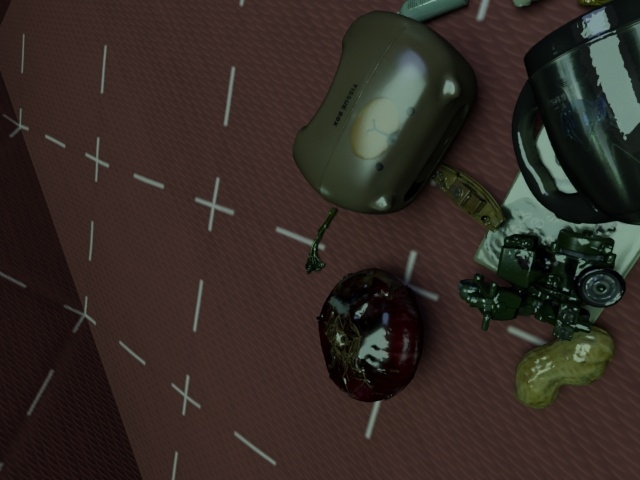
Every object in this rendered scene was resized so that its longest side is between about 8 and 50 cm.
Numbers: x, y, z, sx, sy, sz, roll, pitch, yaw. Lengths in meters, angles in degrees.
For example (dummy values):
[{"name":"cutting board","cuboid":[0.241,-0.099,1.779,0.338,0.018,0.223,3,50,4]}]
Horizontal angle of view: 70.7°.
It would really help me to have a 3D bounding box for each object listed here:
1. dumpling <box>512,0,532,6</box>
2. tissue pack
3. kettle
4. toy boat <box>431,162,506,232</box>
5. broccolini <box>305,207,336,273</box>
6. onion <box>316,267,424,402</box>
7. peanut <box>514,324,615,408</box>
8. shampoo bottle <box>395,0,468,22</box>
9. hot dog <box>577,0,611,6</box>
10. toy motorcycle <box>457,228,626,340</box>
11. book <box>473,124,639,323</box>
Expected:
[{"name":"dumpling","cuboid":[0.407,-0.546,0.834,0.181,0.111,0.155,-39,43,25]},{"name":"tissue pack","cuboid":[0.142,-0.241,0.945,0.277,0.267,0.387,44,116,28]},{"name":"kettle","cuboid":[0.463,-0.174,0.742,0.320,0.228,0.325,-20,87,58]},{"name":"toy boat","cuboid":[0.307,-0.093,0.943,0.206,0.072,0.065,55,127,39]},{"name":"broccolini","cuboid":[-0.004,-0.002,1.223,0.052,0.054,0.195,33,113,48]},{"name":"onion","cuboid":[0.122,0.218,1.061,0.313,0.232,0.315,-17,69,55]},{"name":"peanut","cuboid":[0.468,0.248,0.886,0.229,0.098,0.103,-48,45,33]},{"name":"shampoo bottle","cuboid":[0.221,-0.509,0.992,0.195,0.056,0.056,-5,93,36]},{"name":"hot dog","cuboid":[0.552,-0.495,0.736,0.261,0.093,0.123,-47,69,30]},{"name":"toy motorcycle","cuboid":[0.400,0.072,0.842,0.274,0.127,0.206,13,107,27]},{"name":"book","cuboid":[0.492,-0.062,0.864,0.260,0.043,0.371,32,113,27]}]
